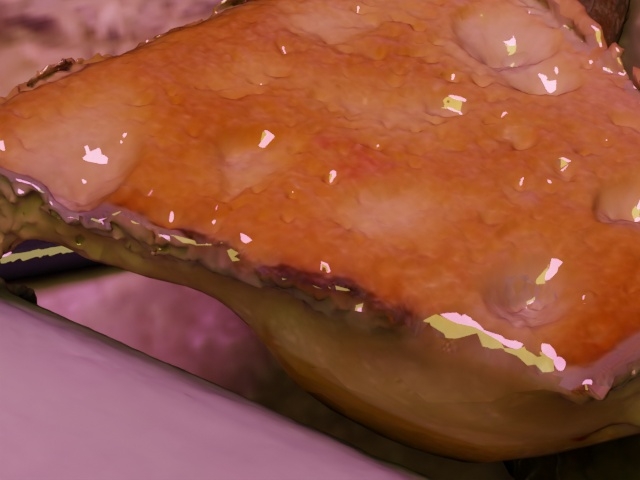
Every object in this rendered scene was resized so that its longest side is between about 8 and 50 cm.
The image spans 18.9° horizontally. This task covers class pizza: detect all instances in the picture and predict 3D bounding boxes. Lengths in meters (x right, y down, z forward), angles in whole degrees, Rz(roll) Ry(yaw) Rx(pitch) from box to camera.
[{"bbox_3d":[0.009,0.003,0.502,0.204,0.080,0.188,-17,46,-28],"label":"pizza"}]

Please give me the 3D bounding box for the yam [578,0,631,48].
[{"bbox_3d":[0.080,-0.109,0.638,0.061,0.061,0.253,13,74,9],"label":"yam"}]

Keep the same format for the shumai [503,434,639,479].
[{"bbox_3d":[0.173,0.050,0.504,0.272,0.204,0.222,32,77,17],"label":"shumai"}]

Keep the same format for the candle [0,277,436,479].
[{"bbox_3d":[-0.052,0.139,0.486,0.342,0.221,0.221,23,75,8],"label":"candle"}]

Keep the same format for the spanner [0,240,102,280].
[{"bbox_3d":[-0.174,0.015,0.639,0.316,0.024,0.087,-11,72,0],"label":"spanner"}]
